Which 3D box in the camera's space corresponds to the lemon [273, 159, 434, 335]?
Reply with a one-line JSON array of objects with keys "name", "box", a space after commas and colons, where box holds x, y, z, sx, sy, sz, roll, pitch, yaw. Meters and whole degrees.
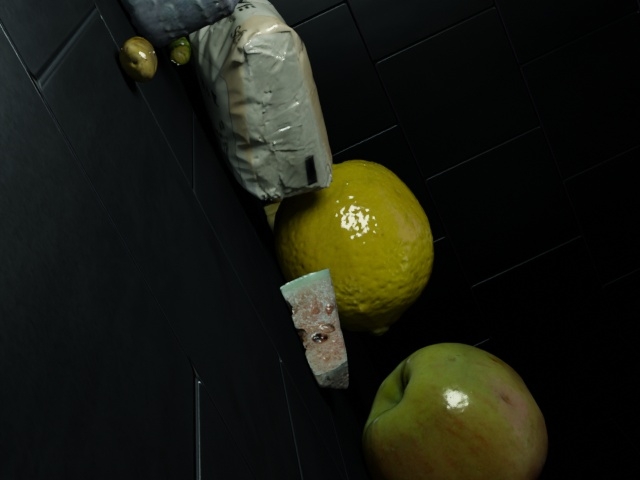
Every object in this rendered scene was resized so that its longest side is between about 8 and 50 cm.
[{"name": "lemon", "box": [0.066, 0.008, 1.991, 0.336, 0.336, 0.336, -25, 90, -88]}]

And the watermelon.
[{"name": "watermelon", "box": [0.005, 0.176, 1.750, 0.241, 0.094, 0.154, -110, -176, -61]}]

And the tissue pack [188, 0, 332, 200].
[{"name": "tissue pack", "box": [-0.132, -0.284, 1.839, 0.375, 0.195, 0.390, -127, -160, -49]}]

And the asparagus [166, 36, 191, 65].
[{"name": "asparagus", "box": [-0.259, -0.361, 1.812, 0.178, 0.041, 0.045, -114, -175, -57]}]

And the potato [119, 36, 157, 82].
[{"name": "potato", "box": [-0.208, -0.207, 1.166, 0.051, 0.040, 0.083, 59, 3, -21]}]

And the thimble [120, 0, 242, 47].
[{"name": "thimble", "box": [-0.225, -0.417, 1.483, 0.236, 0.172, 0.205, 63, 0, -7]}]

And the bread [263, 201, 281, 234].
[{"name": "bread", "box": [0.000, 0.000, 2.252, 0.240, 0.178, 0.135, 62, 4, -24]}]

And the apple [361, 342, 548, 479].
[{"name": "apple", "box": [0.232, 0.360, 1.846, 0.305, 0.338, 0.338, 48, 6, -13]}]

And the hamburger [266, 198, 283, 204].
[{"name": "hamburger", "box": [-0.090, -0.155, 2.352, 0.175, 0.136, 0.175, 60, 3, -5]}]
